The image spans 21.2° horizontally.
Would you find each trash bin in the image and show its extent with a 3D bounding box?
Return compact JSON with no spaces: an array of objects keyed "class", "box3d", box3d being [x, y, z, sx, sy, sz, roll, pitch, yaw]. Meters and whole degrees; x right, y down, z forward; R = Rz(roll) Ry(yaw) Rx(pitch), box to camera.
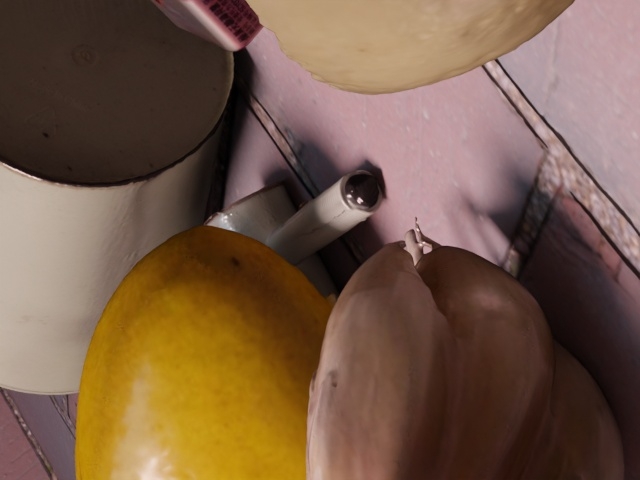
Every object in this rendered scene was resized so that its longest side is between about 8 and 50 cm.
[{"class":"trash bin","box3d":[-0.228,-0.050,1.509,0.280,0.280,0.432,57,155,17]}]

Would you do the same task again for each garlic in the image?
[{"class":"garlic","box3d":[0.069,0.134,1.070,0.237,0.292,0.210,42,134,-19]}]

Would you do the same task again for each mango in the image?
[{"class":"mango","box3d":[-0.032,0.200,1.304,0.220,0.301,0.445,-76,-30,-70]}]

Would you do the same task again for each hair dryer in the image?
[{"class":"hair dryer","box3d":[0.000,0.000,1.330,0.131,0.073,0.236,61,150,4]}]

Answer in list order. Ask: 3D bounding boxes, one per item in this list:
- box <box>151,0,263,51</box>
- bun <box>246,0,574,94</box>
[{"class":"box","box3d":[-0.133,-0.234,1.221,0.224,0.069,0.120,45,172,-33]},{"class":"bun","box3d":[0.048,-0.240,0.654,0.364,0.202,0.364,-9,-90,-77]}]
